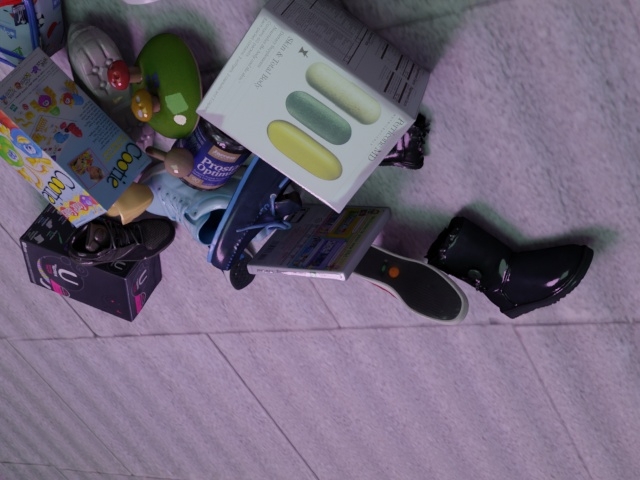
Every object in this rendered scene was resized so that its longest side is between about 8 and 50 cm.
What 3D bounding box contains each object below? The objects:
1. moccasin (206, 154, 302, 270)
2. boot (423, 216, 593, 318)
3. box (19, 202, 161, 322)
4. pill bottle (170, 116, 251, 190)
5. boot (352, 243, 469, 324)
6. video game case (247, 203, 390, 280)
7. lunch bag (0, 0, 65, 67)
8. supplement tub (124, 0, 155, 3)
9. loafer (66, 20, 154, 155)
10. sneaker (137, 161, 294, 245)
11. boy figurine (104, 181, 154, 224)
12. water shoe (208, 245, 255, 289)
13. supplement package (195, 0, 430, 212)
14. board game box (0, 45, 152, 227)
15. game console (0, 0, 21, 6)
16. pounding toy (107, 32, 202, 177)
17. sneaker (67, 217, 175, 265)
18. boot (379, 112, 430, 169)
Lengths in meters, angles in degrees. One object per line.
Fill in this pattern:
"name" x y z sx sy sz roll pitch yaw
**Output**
"moccasin" -0.081 -0.082 1.601 0.117 0.138 0.342 29 109 -4
"boot" 0.315 0.030 1.608 0.207 0.094 0.246 33 148 -11
"box" -0.512 0.044 2.100 0.270 0.143 0.165 19 141 12
"pill bottle" -0.173 -0.187 1.653 0.123 0.123 0.219 37 142 -9
"boot" 0.176 0.081 1.706 0.244 0.088 0.176 29 -178 25
"video game case" 0.000 0.000 1.675 0.193 0.212 0.023 3 124 27
"lunch bag" -0.599 -0.428 1.666 0.303 0.115 0.243 24 143 8
"supplement tub" -0.278 -0.470 1.390 0.144 0.144 0.200 6 136 27
"loafer" -0.388 -0.267 1.731 0.111 0.112 0.319 52 160 35
"sneaker" -0.235 -0.065 1.802 0.366 0.150 0.135 2 133 33
"boy figurine" -0.441 -0.109 1.877 0.285 0.092 0.177 30 147 32
"water shoe" -0.191 0.021 1.952 0.080 0.073 0.203 46 163 38
"supplement package" -0.005 -0.223 1.407 0.262 0.198 0.199 35 121 -7
"board game box" -0.465 -0.177 1.660 0.275 0.144 0.142 47 146 -18
"game console" -0.457 -0.559 1.347 0.386 0.060 0.342 -27 84 46
"pounding toy" -0.296 -0.233 1.603 0.183 0.110 0.237 27 121 46
"sneaker" -0.414 -0.002 1.944 0.227 0.087 0.130 -9 171 -9
"boot" 0.121 -0.170 1.552 0.121 0.045 0.099 11 138 16
